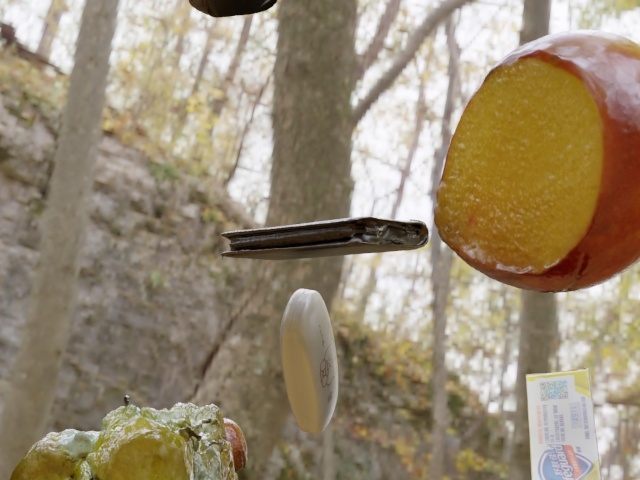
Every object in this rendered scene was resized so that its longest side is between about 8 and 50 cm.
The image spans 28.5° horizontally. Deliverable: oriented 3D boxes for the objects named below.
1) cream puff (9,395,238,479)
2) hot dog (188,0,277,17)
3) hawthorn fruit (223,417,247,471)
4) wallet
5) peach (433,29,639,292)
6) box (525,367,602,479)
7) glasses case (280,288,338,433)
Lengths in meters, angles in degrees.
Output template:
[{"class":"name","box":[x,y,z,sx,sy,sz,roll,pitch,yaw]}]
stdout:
[{"class":"cream puff","box":[-0.154,0.218,0.959,0.194,0.195,0.221,4,-8,13]},{"class":"hot dog","box":[0.015,-0.267,0.843,0.107,0.326,0.194,38,-51,27]},{"class":"hawthorn fruit","box":[-0.154,0.336,2.011,0.093,0.081,0.081,51,-24,19]},{"class":"wallet","box":[0.000,0.000,1.266,0.198,0.031,0.110,-5,-5,39]},{"class":"peach","box":[0.178,-0.056,0.931,0.192,0.190,0.190,-30,-27,-17]},{"class":"box","box":[0.353,0.331,1.803,0.097,0.265,0.168,-5,-53,11]},{"class":"glasses case","box":[-0.012,0.138,1.410,0.049,0.074,0.193,8,-47,17]}]
